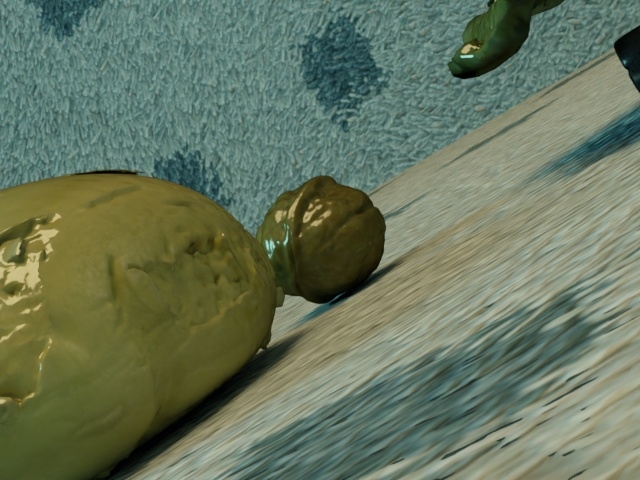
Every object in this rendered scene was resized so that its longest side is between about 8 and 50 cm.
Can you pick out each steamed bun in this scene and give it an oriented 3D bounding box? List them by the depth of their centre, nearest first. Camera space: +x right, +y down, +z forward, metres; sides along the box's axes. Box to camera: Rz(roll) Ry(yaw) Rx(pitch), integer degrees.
[{"bbox_3d":[-0.156,0.048,0.800,0.232,0.166,0.273,-32,2,30],"label":"steamed bun"}]

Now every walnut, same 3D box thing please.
[{"bbox_3d":[0.000,0.000,0.936,0.092,0.092,0.092,-31,2,1],"label":"walnut"}]

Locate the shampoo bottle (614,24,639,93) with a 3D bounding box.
[{"bbox_3d":[0.302,-0.168,0.933,0.233,0.049,0.087,-31,-5,16],"label":"shampoo bottle"}]

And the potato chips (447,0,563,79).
[{"bbox_3d":[0.252,-0.239,0.887,0.373,0.097,0.389,-21,-14,-24],"label":"potato chips"}]
